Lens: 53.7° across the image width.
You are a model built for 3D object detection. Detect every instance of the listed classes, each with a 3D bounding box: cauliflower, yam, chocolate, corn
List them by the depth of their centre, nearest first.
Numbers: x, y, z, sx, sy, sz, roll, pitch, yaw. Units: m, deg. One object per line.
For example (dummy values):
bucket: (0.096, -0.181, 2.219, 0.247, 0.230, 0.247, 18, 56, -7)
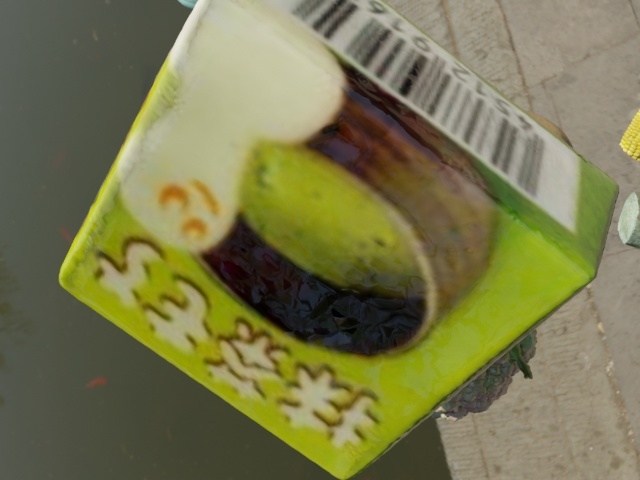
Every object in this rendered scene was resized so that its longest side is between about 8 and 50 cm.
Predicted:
chocolate: (-0.004, -0.004, 0.443, 0.301, 0.137, 0.289, 37, 122, -4)
yam: (0.450, -0.005, 0.764, 0.169, 0.068, 0.068, 18, 106, 6)
cauliflower: (0.160, 0.093, 0.839, 0.256, 0.239, 0.315, -52, 31, 11)
corn: (0.708, -0.279, 1.292, 0.081, 0.081, 0.248, 44, 129, 28)

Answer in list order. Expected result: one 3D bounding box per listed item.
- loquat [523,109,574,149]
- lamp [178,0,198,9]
loquat: (0.315, -0.122, 1.031, 0.179, 0.227, 0.179, -31, 46, 38)
lamp: (-0.188, -0.569, 1.265, 0.209, 0.147, 0.284, 23, 79, 15)
